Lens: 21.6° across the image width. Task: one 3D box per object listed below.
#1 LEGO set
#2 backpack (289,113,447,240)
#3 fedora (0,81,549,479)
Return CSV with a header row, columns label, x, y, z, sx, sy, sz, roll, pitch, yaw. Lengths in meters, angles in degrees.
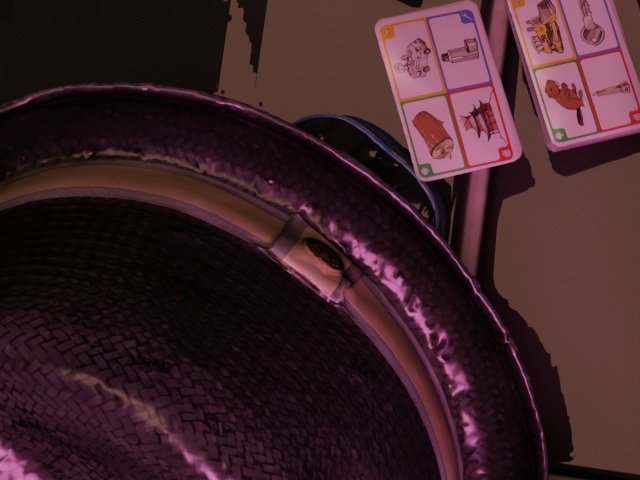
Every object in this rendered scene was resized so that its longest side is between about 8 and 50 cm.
label,x,y,z,sx,sy,sz,roll,pitch,yaw
LEGO set,0.089,-0.156,0.782,0.182,0.060,0.244,-14,81,-14
backpack,0.000,0.000,0.771,0.105,0.084,0.114,44,101,8
fedora,-0.069,0.107,0.674,0.334,0.152,0.334,2,108,7
